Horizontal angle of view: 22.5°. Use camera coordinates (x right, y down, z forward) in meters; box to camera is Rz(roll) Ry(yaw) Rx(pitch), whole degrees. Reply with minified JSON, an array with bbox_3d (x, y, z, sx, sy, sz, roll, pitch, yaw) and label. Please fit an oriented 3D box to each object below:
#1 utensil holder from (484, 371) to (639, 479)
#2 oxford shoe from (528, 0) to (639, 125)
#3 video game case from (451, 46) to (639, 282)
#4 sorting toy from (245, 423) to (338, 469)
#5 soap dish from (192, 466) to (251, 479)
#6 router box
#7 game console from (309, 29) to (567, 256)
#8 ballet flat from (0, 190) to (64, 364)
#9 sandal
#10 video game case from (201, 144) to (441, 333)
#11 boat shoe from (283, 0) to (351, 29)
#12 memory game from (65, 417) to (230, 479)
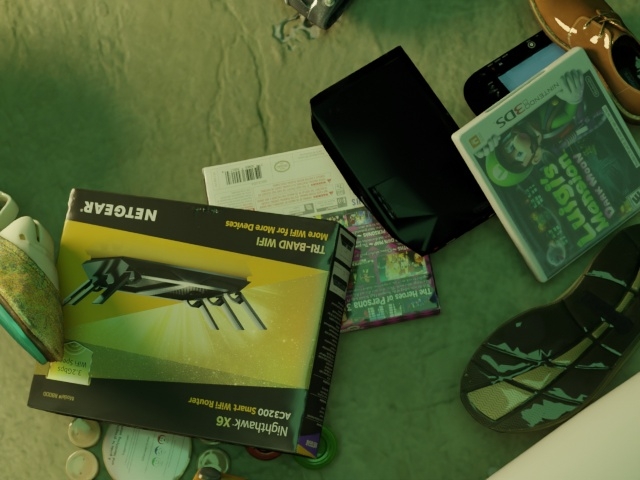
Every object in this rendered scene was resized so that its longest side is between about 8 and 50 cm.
[{"bbox_3d":[0.278,0.328,1.493,0.385,0.327,0.327,-34,75,-13],"label":"utensil holder"},{"bbox_3d":[0.300,-0.225,1.720,0.076,0.076,0.212,-36,76,-11],"label":"oxford shoe"},{"bbox_3d":[0.254,-0.080,1.705,0.173,0.022,0.190,-36,106,-12],"label":"video game case"},{"bbox_3d":[-0.032,0.208,1.720,0.102,0.042,0.061,10,93,-4],"label":"sorting toy"},{"bbox_3d":[-0.070,0.340,1.559,0.229,0.291,0.118,15,111,6],"label":"soap dish"},{"bbox_3d":[-0.135,0.085,1.695,0.309,0.081,0.242,7,80,17],"label":"router box"},{"bbox_3d":[0.182,-0.151,1.751,0.361,0.044,0.213,-32,79,-12],"label":"game console"},{"bbox_3d":[-0.352,0.008,1.711,0.348,0.123,0.123,32,81,41],"label":"ballet flat"},{"bbox_3d":[0.277,0.103,1.692,0.303,0.086,0.120,-37,69,-19],"label":"sandal"},{"bbox_3d":[0.000,0.000,1.760,0.232,0.042,0.210,-12,75,3],"label":"video game case"},{"bbox_3d":[0.077,-0.366,1.808,0.102,0.108,0.301,42,86,13],"label":"boat shoe"},{"bbox_3d":[-0.187,0.227,1.741,0.186,0.012,0.186,-1,77,6],"label":"memory game"}]
